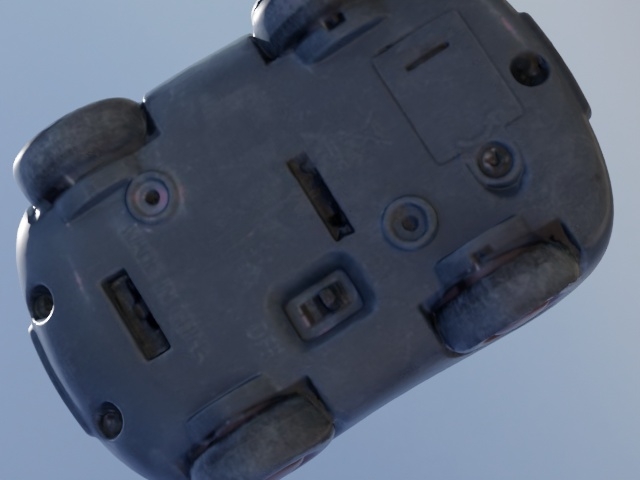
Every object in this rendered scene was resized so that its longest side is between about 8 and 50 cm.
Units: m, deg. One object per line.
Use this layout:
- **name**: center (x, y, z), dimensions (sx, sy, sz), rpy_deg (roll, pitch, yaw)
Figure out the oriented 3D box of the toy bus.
- **toy bus**: center (0.000, 0.000, 0.813), dimensions (0.197, 0.294, 0.232), rpy_deg (57, -177, 11)
